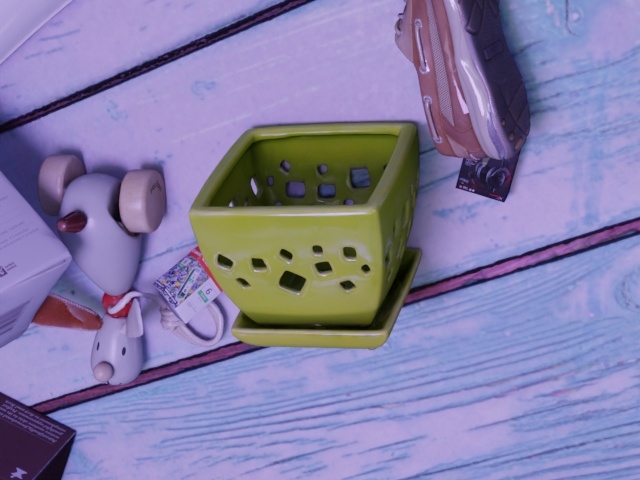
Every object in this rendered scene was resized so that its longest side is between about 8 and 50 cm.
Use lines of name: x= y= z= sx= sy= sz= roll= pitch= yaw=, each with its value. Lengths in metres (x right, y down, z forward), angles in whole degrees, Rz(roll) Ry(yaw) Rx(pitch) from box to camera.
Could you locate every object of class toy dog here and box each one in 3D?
toy dog: x=-0.285 y=0.050 z=1.676 sx=0.220 sy=0.161 sz=0.333 roll=-14 pitch=108 yaw=24

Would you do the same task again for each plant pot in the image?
plant pot: x=0.000 y=0.000 z=1.528 sx=0.228 sy=0.227 sz=0.207 roll=-1 pitch=119 yaw=18

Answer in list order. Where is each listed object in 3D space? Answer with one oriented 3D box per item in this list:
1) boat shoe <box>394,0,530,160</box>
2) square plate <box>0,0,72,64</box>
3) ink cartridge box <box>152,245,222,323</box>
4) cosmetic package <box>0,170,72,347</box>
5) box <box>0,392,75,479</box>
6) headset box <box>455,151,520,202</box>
boat shoe: x=0.134 y=-0.238 z=1.429 sx=0.116 sy=0.123 sz=0.324 roll=-8 pitch=100 yaw=35
square plate: x=-0.415 y=-0.421 z=1.574 sx=0.344 sy=0.049 sz=0.347 roll=-32 pitch=100 yaw=27
ink cartridge box: x=-0.152 y=0.045 z=1.655 sx=0.029 sy=0.115 sz=0.063 roll=27 pitch=154 yaw=55
cosmetic package: x=-0.514 y=-0.040 z=1.613 sx=0.385 sy=0.156 sz=0.217 roll=51 pitch=136 yaw=8
box: x=-0.486 y=0.358 z=1.878 sx=0.168 sy=0.167 sz=0.203 roll=26 pitch=118 yaw=7
headset box: x=0.200 y=-0.095 z=1.520 sx=0.062 sy=0.032 sz=0.083 roll=18 pitch=119 yaw=11
